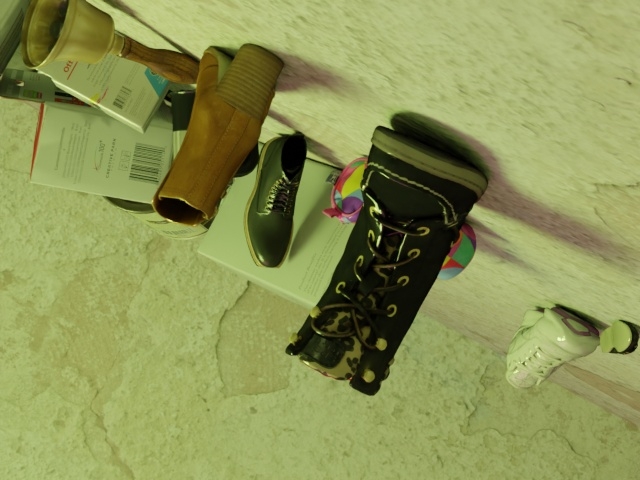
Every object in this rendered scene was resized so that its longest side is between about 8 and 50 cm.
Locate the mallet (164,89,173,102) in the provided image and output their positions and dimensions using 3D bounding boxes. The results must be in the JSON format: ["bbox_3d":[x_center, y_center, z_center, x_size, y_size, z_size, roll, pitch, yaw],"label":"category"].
[{"bbox_3d":[-0.221,-0.205,2.015,0.039,0.062,0.190,33,174,-37],"label":"mallet"}]

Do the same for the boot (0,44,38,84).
[{"bbox_3d":[-0.647,-0.386,2.234,0.338,0.118,0.222,23,170,7],"label":"boot"}]

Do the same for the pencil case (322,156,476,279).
[{"bbox_3d":[0.112,-0.028,1.812,0.236,0.104,0.104,30,175,-37],"label":"pencil case"}]

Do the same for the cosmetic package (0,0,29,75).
[{"bbox_3d":[-0.657,-0.303,1.843,0.394,0.327,0.329,30,175,-9],"label":"cosmetic package"}]

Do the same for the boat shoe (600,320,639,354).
[{"bbox_3d":[0.473,0.152,2.039,0.042,0.048,0.133,0,169,-3],"label":"boat shoe"}]

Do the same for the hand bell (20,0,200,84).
[{"bbox_3d":[-0.243,-0.245,1.669,0.242,0.126,0.126,15,-176,-36],"label":"hand bell"}]

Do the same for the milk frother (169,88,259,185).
[{"bbox_3d":[-0.141,-0.141,1.796,0.129,0.134,0.143,-3,-178,-6],"label":"milk frother"}]

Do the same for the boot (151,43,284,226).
[{"bbox_3d":[-0.136,-0.119,1.553,0.104,0.211,0.295,30,175,-11],"label":"boot"}]

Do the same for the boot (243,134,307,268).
[{"bbox_3d":[-0.062,-0.059,1.911,0.077,0.197,0.137,2,178,-14],"label":"boot"}]

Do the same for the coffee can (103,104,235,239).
[{"bbox_3d":[-0.286,-0.122,2.420,0.202,0.201,0.275,27,175,13],"label":"coffee can"}]

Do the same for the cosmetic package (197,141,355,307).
[{"bbox_3d":[0.000,0.000,2.058,0.156,0.217,0.385,32,175,-38],"label":"cosmetic package"}]

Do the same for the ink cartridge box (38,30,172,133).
[{"bbox_3d":[-0.304,-0.241,1.843,0.181,0.104,0.061,29,175,-3],"label":"ink cartridge box"}]

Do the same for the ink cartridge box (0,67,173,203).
[{"bbox_3d":[-0.380,-0.171,2.072,0.272,0.130,0.309,10,-168,-13],"label":"ink cartridge box"}]

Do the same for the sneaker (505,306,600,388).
[{"bbox_3d":[0.397,0.197,2.276,0.114,0.152,0.305,30,174,1],"label":"sneaker"}]

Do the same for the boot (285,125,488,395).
[{"bbox_3d":[0.069,0.031,1.528,0.138,0.284,0.377,27,176,6],"label":"boot"}]
